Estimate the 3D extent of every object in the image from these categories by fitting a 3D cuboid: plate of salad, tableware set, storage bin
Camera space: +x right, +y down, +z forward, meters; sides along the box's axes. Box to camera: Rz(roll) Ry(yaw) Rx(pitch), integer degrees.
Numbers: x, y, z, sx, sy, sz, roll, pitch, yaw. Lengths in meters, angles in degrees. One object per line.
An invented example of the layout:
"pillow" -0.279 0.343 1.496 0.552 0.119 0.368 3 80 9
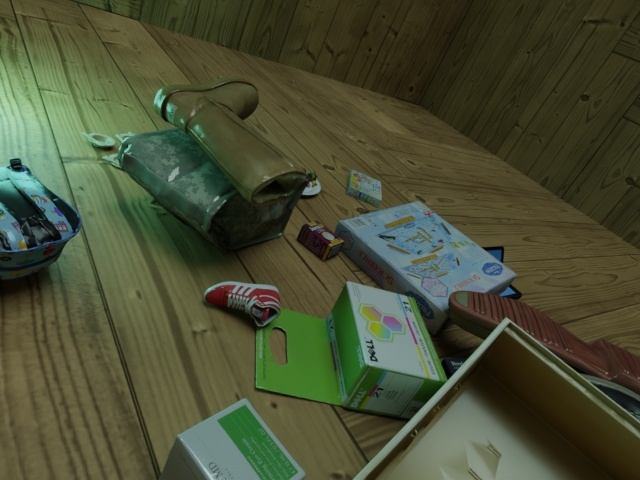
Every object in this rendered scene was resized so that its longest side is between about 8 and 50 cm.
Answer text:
"plate of salad" -0.087 -0.185 1.220 0.200 0.048 0.200 19 28 -11
"tableware set" -0.424 -0.204 1.003 0.141 0.020 0.169 33 29 13
"storage bin" 0.214 0.274 0.480 0.262 0.123 0.260 -36 61 -24

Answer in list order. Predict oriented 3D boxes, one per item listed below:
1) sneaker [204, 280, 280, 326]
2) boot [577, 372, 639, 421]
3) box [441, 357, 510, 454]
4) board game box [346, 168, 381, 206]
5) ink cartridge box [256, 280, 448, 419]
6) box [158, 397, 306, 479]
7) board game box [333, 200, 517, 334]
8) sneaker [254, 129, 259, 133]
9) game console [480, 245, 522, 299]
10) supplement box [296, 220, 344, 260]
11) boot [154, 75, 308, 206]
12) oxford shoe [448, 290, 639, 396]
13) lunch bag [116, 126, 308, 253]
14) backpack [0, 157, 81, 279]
"sneaker" -0.118 0.098 0.699 0.118 0.042 0.067 1 32 -16
"boot" 0.486 0.364 0.614 0.377 0.138 0.284 38 18 3
"box" 0.264 0.263 0.669 0.156 0.093 0.158 5 31 -15
"board game box" 0.135 -0.162 1.386 0.103 0.026 0.154 23 28 -7
"ink cartridge box" 0.037 0.152 0.695 0.255 0.097 0.189 17 30 -17
"box" -0.090 0.235 0.441 0.101 0.102 0.087 42 34 26
"board game box" 0.243 0.040 1.053 0.319 0.066 0.318 -15 47 -41
"sneaker" -0.144 -0.157 1.091 0.081 0.090 0.232 -14 63 -5
"game console" 0.464 0.086 1.172 0.144 0.085 0.124 -2 38 -41
"supplement box" 0.000 0.000 0.979 0.083 0.043 0.055 37 31 21
"boot" -0.124 -0.179 0.799 0.269 0.089 0.236 41 43 20
"oxford shoe" 0.400 0.223 0.814 0.397 0.146 0.140 27 26 11
"lunch bag" -0.204 -0.102 0.855 0.235 0.169 0.287 37 25 18
"backpack" -0.411 -0.015 0.586 0.173 0.117 0.158 33 28 15
